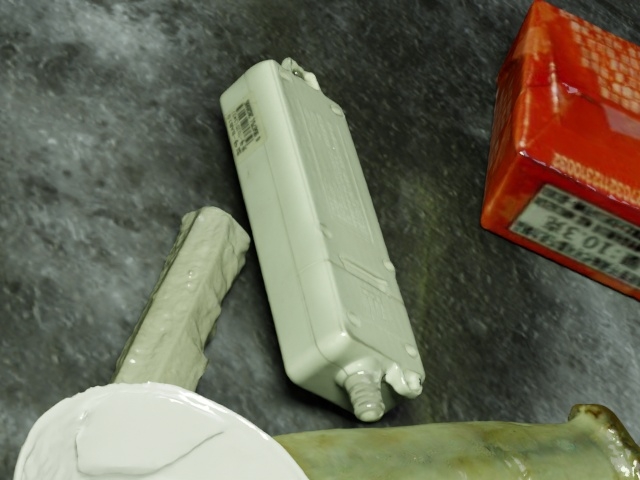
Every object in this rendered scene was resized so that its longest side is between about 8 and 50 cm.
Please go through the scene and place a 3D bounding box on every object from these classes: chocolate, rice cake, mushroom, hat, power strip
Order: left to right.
[{"bbox_3d":[-0.095,0.189,0.930,0.203,0.126,0.203,18,41,-16],"label":"hat"},{"bbox_3d":[-0.097,0.068,1.117,0.057,0.052,0.256,44,35,-18],"label":"rice cake"},{"bbox_3d":[0.000,0.000,1.221,0.098,0.058,0.338,31,31,-40],"label":"power strip"},{"bbox_3d":[0.087,0.164,1.119,0.312,0.081,0.100,-2,38,-29],"label":"mushroom"},{"bbox_3d":[0.253,-0.064,1.442,0.237,0.108,0.235,25,39,-11],"label":"chocolate"}]
